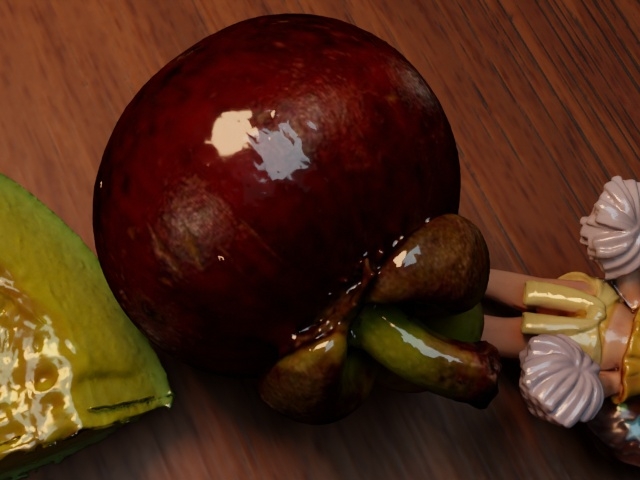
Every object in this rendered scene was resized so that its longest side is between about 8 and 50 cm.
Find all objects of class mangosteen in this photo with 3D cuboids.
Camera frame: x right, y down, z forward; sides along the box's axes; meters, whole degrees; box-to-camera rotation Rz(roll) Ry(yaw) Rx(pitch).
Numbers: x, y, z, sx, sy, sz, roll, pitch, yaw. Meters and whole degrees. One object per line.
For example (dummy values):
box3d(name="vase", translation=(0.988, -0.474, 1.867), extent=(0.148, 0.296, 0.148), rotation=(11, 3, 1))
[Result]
box3d(name="mangosteen", translation=(0.000, 0.000, 0.572), extent=(0.257, 0.215, 0.215), rotation=(44, 64, 13))

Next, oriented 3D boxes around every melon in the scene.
box3d(name="melon", translation=(-0.225, 0.051, 0.525), extent=(0.265, 0.129, 0.169), rotation=(2, 59, -56))

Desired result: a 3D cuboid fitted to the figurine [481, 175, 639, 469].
box3d(name="figurine", translation=(0.186, 0.065, 0.638), extent=(0.240, 0.116, 0.175), rotation=(24, 60, 6))
